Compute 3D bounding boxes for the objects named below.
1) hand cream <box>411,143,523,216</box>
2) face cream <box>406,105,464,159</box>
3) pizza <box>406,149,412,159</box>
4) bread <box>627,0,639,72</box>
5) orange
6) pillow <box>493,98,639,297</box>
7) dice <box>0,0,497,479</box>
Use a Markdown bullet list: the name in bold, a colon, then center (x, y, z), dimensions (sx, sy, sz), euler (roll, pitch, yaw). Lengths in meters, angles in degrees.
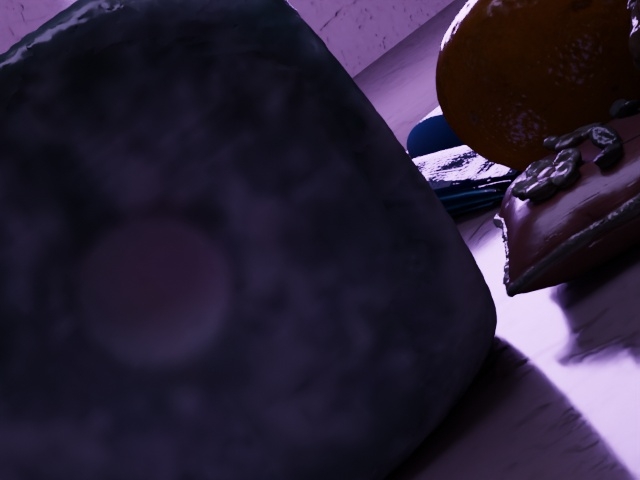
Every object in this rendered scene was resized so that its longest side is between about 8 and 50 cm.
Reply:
- **hand cream**: center (0.126, -0.056, 1.359), dimensions (0.270, 0.061, 0.120), euler (-18, 22, 50)
- **face cream**: center (0.222, -0.178, 1.553), dimensions (0.285, 0.067, 0.139), euler (-38, 8, -13)
- **pizza**: center (0.156, -0.135, 1.680), dimensions (0.160, 0.036, 0.099), euler (-41, 10, -24)
- **bread**: center (0.303, -0.167, 0.912), dimensions (0.230, 0.123, 0.230), euler (-19, 13, 5)
- **orange**: center (0.198, -0.154, 1.183), dimensions (0.224, 0.170, 0.224), euler (-46, -4, -4)
- **pillow**: center (0.186, -0.042, 0.970), dimensions (0.171, 0.075, 0.179), euler (-32, 9, 12)
- **dice**: center (-0.107, 0.020, 0.961), dimensions (0.330, 0.328, 0.348), euler (-37, 9, -4)
